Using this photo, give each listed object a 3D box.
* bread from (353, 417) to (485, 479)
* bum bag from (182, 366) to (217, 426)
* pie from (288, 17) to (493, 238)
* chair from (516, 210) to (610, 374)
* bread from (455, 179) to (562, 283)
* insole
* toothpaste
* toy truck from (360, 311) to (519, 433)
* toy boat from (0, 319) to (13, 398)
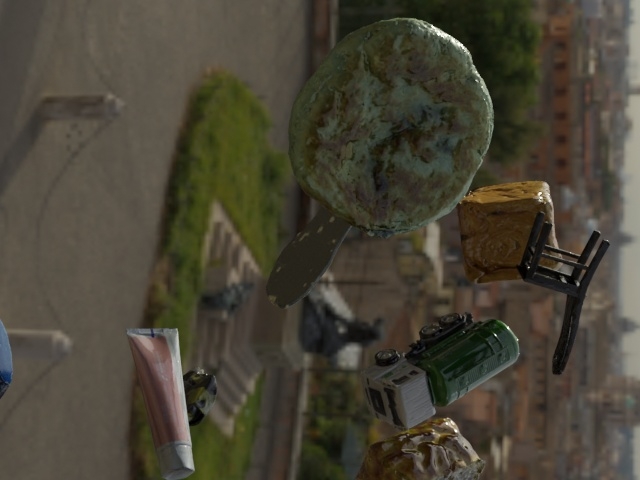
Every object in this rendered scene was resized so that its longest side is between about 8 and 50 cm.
[{"bbox_3d":[0.118,0.338,1.643,0.181,0.096,0.222,-16,143,-33],"label":"bread"},{"bbox_3d":[-0.201,0.238,1.833,0.107,0.060,0.232,-49,-175,-8],"label":"bum bag"},{"bbox_3d":[0.076,-0.117,1.313,0.054,0.240,0.241,-129,-148,-66],"label":"pie"},{"bbox_3d":[0.324,0.079,1.739,0.084,0.101,0.213,-76,-176,-78],"label":"chair"},{"bbox_3d":[0.298,-0.015,1.936,0.143,0.158,0.149,-50,128,-71],"label":"bread"},{"bbox_3d":[0.000,0.000,1.885,0.248,0.081,0.011,-53,149,-13],"label":"insole"},{"bbox_3d":[-0.190,0.192,1.481,0.043,0.067,0.195,124,-41,-50],"label":"toothpaste"},{"bbox_3d":[0.187,0.198,1.882,0.242,0.125,0.101,-27,116,-26],"label":"toy truck"},{"bbox_3d":[-0.548,0.128,1.633,0.070,0.291,0.210,-67,176,-62],"label":"toy boat"}]
